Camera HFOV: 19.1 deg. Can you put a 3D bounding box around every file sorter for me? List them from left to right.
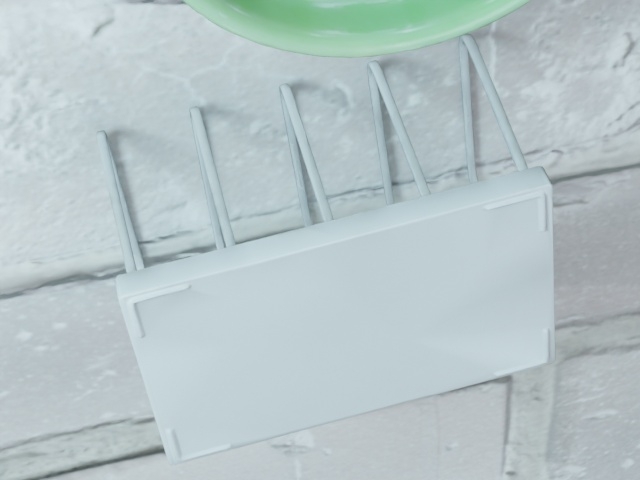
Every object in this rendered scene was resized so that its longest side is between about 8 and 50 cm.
[{"bbox_3d":[0.000,0.000,1.292,0.278,0.173,0.193,-15,140,-5],"label":"file sorter"}]

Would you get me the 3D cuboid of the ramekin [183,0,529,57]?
[{"bbox_3d":[0.027,-0.262,1.035,0.303,0.148,0.303,-11,138,-10],"label":"ramekin"}]
